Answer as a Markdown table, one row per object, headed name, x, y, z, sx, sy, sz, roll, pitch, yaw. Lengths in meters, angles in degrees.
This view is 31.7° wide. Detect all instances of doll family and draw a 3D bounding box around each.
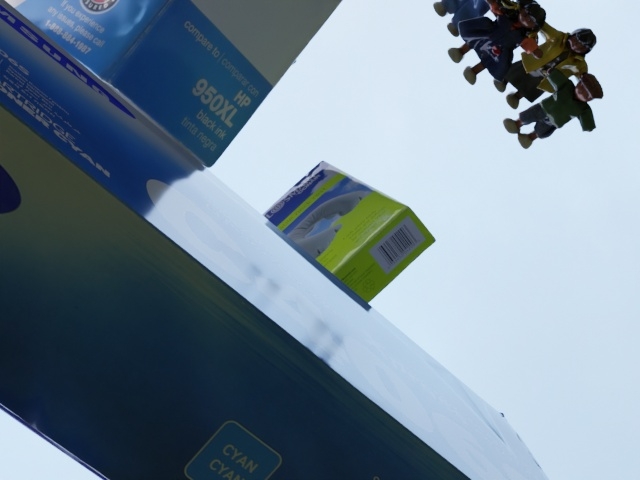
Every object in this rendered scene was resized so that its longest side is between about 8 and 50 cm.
| name | x | y | z | sx | sy | sz | roll | pitch | yaw |
| --- | --- | --- | --- | --- | --- | --- | --- | --- | --- |
| doll family | 0.183 | -0.179 | 0.996 | 0.193 | 0.111 | 0.076 | 47 | -139 | -10 |

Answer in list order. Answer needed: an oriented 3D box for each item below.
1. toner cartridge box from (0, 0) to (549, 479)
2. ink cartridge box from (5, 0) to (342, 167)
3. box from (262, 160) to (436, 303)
| name | x | y | z | sx | sy | sz | roll | pitch | yaw |
| --- | --- | --- | --- | --- | --- | --- | --- | --- | --- |
| toner cartridge box | -0.049 | 0.027 | 0.408 | 0.348 | 0.165 | 0.075 | 40 | -84 | -19 |
| ink cartridge box | -0.098 | -0.307 | 0.992 | 0.395 | 0.285 | 0.166 | -52 | -37 | -2 |
| box | 0.000 | 0.000 | 0.853 | 0.109 | 0.178 | 0.042 | -42 | -64 | -7 |
